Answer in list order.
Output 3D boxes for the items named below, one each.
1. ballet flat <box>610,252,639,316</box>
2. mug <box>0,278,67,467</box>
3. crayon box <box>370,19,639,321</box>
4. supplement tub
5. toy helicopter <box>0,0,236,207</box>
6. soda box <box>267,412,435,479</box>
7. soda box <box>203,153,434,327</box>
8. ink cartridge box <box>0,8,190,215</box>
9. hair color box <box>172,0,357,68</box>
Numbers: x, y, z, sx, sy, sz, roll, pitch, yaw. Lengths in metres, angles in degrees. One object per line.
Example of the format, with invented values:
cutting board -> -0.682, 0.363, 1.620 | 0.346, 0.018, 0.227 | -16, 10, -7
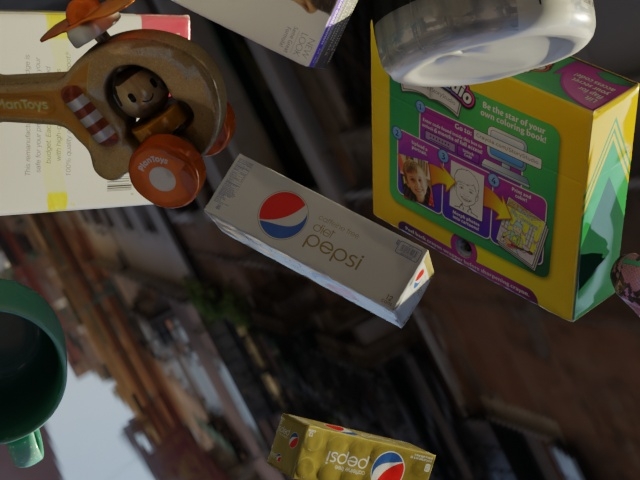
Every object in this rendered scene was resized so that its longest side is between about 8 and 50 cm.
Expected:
ballet flat -> 0.455, 0.096, 1.646 | 0.077, 0.221, 0.079 | -53, -155, -14
mug -> -0.291, 0.111, 1.136 | 0.130, 0.157, 0.097 | 13, -162, -18
crayon box -> 0.226, -0.112, 1.691 | 0.106, 0.313, 0.363 | -29, -136, -33
supplement tub -> 0.131, -0.330, 1.229 | 0.207, 0.337, 0.207 | -9, 174, -1
toy helicopter -> -0.277, -0.173, 1.453 | 0.355, 0.235, 0.140 | 2, -143, 17
soda box -> 0.035, 0.244, 1.441 | 0.181, 0.061, 0.058 | 18, 179, -31
soda box -> 0.000, 0.000, 1.252 | 0.069, 0.216, 0.074 | -58, 162, -10
ink cartridge box -> -0.390, -0.190, 1.851 | 0.385, 0.279, 0.160 | -5, -167, -36
hair color box -> -0.112, -0.361, 1.567 | 0.185, 0.339, 0.110 | -65, 172, 11
